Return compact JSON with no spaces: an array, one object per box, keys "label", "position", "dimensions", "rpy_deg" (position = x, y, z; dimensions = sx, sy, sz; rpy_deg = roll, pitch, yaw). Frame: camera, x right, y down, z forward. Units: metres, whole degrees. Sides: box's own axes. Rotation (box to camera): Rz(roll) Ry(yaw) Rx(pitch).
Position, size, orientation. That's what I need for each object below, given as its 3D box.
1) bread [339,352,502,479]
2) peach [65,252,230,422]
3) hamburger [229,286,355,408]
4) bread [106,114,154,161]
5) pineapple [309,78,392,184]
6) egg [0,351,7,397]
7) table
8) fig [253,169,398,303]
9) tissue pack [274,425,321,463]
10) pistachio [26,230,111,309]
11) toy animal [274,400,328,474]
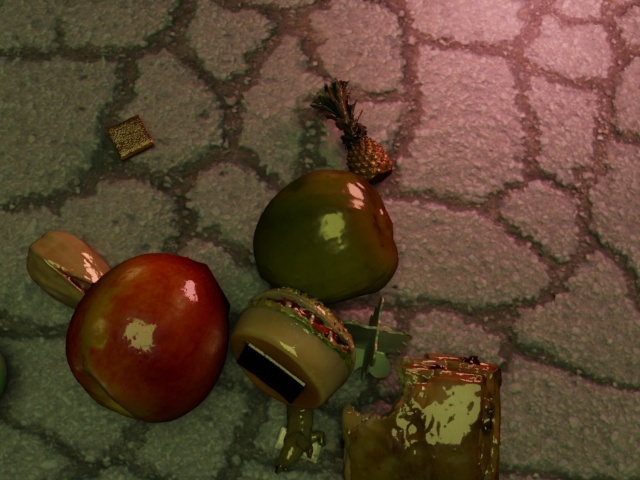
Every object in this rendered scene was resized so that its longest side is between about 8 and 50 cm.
[{"label":"bread","position":[0.231,0.409,1.577],"dimensions":[0.370,0.191,0.313],"rpy_deg":[2,84,-2]},{"label":"peach","position":[-0.369,0.205,1.598],"dimensions":[0.389,0.388,0.387],"rpy_deg":[1,79,-3]},{"label":"hamburger","position":[-0.056,0.237,1.599],"dimensions":[0.300,0.300,0.176],"rpy_deg":[34,55,4]},{"label":"bread","position":[-0.491,-0.263,1.844],"dimensions":[0.095,0.035,0.090],"rpy_deg":[-28,82,-8]},{"label":"pineapple","position":[0.078,-0.272,1.831],"dimensions":[0.130,0.119,0.277],"rpy_deg":[-23,80,-14]},{"label":"egg","position":[-0.851,0.308,1.620],"dimensions":[0.270,0.220,0.220],"rpy_deg":[7,79,3]},{"label":"table","position":[0.121,0.232,1.683],"dimensions":[0.167,0.198,0.166],"rpy_deg":[2,67,-4]},{"label":"fig","position":[0.003,0.003,1.677],"dimensions":[0.344,0.343,0.343],"rpy_deg":[1,79,-3]},{"label":"tissue pack","position":[-0.051,0.492,1.724],"dimensions":[0.108,0.023,0.056],"rpy_deg":[19,78,2]},{"label":"pistachio","position":[-0.593,0.078,1.715],"dimensions":[0.230,0.157,0.157],"rpy_deg":[39,79,-7]},{"label":"toy animal","position":[-0.048,0.444,1.688],"dimensions":[0.101,0.103,0.218],"rpy_deg":[-6,60,18]}]
